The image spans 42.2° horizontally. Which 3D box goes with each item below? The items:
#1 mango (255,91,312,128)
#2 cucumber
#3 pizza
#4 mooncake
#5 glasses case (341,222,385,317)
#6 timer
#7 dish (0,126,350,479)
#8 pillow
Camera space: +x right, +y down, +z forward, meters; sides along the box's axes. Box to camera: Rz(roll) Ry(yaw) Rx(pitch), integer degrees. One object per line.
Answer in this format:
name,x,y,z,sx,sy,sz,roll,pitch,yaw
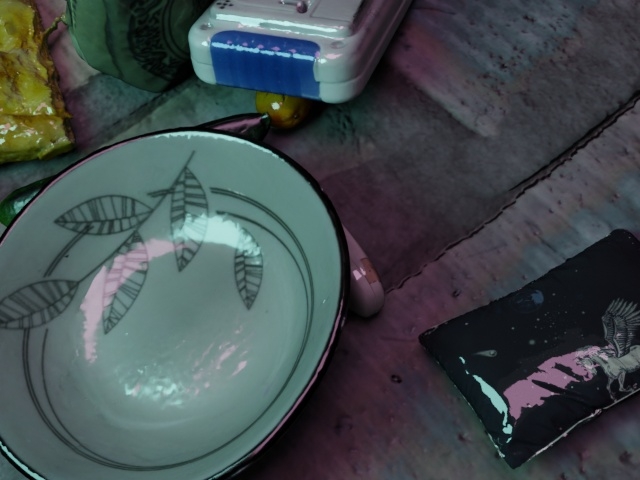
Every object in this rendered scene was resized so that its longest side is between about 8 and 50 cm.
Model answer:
mango,-0.036,-0.151,0.831,0.060,0.046,0.089,-8,55,5
cucumber,-0.178,-0.063,0.800,0.284,0.056,0.056,-19,57,1
pizza,-0.385,-0.201,0.905,0.279,0.075,0.288,-4,58,7
mooncake,-0.161,-0.291,0.827,0.136,0.250,0.254,19,66,-3
glasses case,0.000,0.000,0.721,0.041,0.063,0.164,-33,59,-14
timer,-0.009,-0.244,0.837,0.178,0.078,0.253,12,48,16
dish,-0.120,0.064,0.676,0.316,0.106,0.317,-5,61,10
pillow,0.200,0.076,0.648,0.208,0.055,0.141,-28,50,-9
